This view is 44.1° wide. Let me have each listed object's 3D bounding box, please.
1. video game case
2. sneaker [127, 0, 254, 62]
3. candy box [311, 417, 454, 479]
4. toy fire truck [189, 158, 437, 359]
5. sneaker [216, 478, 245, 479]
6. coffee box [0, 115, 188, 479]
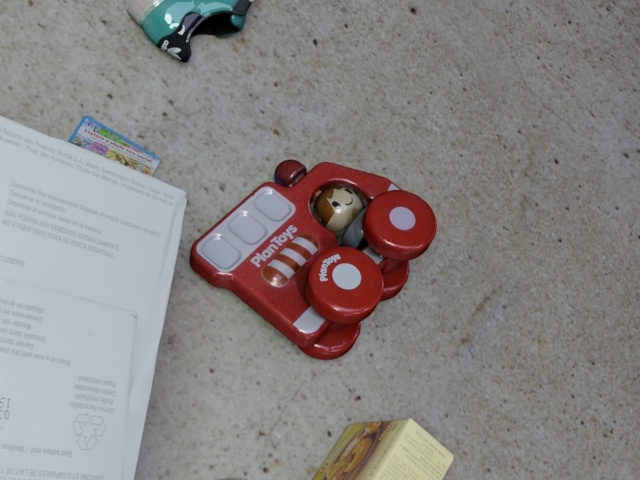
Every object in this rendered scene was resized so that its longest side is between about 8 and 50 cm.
[{"bbox_3d":[-0.305,-0.073,1.064,0.119,0.015,0.166,31,65,-14],"label":"video game case"},{"bbox_3d":[-0.136,-0.376,1.182,0.302,0.108,0.121,-42,96,-20],"label":"sneaker"},{"bbox_3d":[0.019,0.377,0.992,0.087,0.183,0.316,41,63,-8],"label":"candy box"},{"bbox_3d":[0.000,0.000,1.116,0.254,0.169,0.302,39,61,10],"label":"toy fire truck"},{"bbox_3d":[-0.180,0.361,0.970,0.212,0.080,0.094,-3,89,-27],"label":"sneaker"},{"bbox_3d":[-0.384,0.081,0.753,0.338,0.334,0.338,24,65,-43],"label":"coffee box"}]
